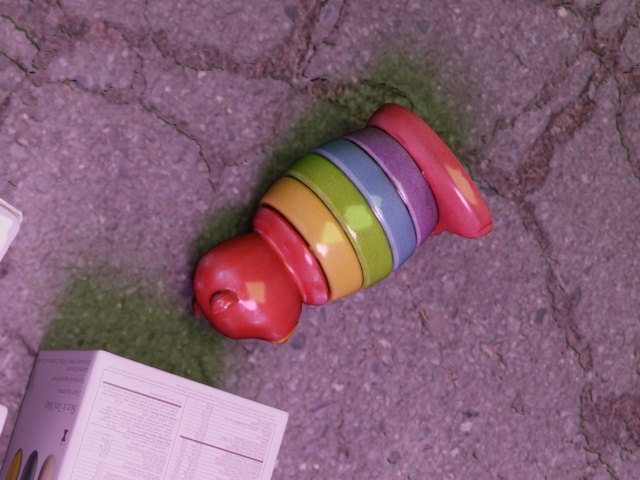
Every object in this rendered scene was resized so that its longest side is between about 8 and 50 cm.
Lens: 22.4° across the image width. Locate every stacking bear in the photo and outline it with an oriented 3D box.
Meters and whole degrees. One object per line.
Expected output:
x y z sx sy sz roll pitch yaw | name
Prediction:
0.000 0.000 1.654 0.289 0.175 0.164 -35 104 -17 | stacking bear

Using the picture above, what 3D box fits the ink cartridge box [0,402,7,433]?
-0.460 0.204 1.416 0.306 0.131 0.226 21 77 -25 | ink cartridge box

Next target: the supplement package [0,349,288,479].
-0.187 0.254 1.507 0.198 0.199 0.263 21 78 -23 | supplement package

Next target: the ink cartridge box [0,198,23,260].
-0.360 0.029 1.433 0.093 0.212 0.154 34 72 -20 | ink cartridge box
